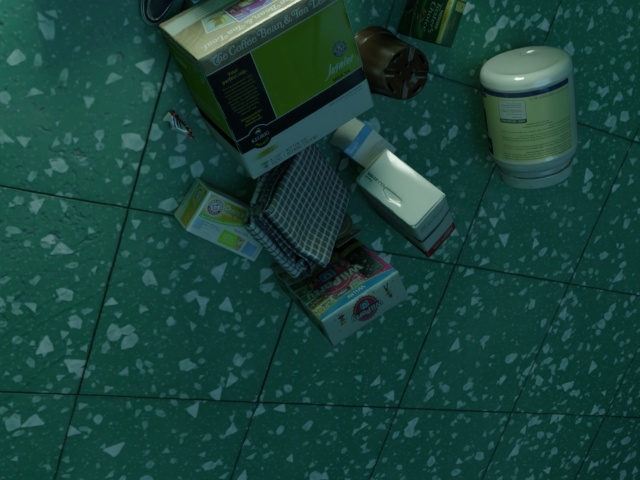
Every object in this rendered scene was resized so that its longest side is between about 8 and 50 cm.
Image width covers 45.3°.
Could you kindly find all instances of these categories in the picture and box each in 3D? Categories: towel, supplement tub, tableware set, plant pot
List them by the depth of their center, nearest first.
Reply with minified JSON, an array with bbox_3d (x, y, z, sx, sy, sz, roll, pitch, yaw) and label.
[{"bbox_3d":[-0.048,-0.087,1.818,0.235,0.121,0.283,50,46,-37],"label":"towel"},{"bbox_3d":[0.163,-0.413,1.827,0.167,0.165,0.166,-12,118,-23],"label":"plant pot"},{"bbox_3d":[0.000,0.000,1.965,0.194,0.128,0.039,-34,142,-7],"label":"tableware set"},{"bbox_3d":[0.558,-0.325,2.034,0.236,0.235,0.324,-25,122,-16],"label":"supplement tub"}]

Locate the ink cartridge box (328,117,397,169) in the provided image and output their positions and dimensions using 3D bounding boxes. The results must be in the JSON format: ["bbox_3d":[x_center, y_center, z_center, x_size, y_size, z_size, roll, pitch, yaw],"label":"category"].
[{"bbox_3d":[0.112,-0.234,1.927,0.143,0.092,0.090,34,95,-35],"label":"ink cartridge box"}]

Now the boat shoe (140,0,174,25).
[{"bbox_3d":[-0.312,-0.525,1.570,0.065,0.083,0.183,19,103,-33],"label":"boat shoe"}]

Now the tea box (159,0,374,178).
[{"bbox_3d":[-0.107,-0.372,1.640,0.329,0.220,0.323,-33,135,-12],"label":"tea box"}]

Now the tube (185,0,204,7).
[{"bbox_3d":[-0.197,-0.563,1.640,0.207,0.052,0.080,-39,122,-12],"label":"tube"}]

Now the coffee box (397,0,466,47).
[{"bbox_3d":[0.261,-0.527,1.813,0.040,0.184,0.113,10,108,-32],"label":"coffee box"}]

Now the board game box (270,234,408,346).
[{"bbox_3d":[0.042,0.103,1.918,0.224,0.303,0.097,-32,125,-12],"label":"board game box"}]

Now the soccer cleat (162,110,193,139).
[{"bbox_3d":[-0.320,-0.255,1.728,0.036,0.029,0.083,-39,122,4],"label":"soccer cleat"}]

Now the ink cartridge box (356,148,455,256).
[{"bbox_3d":[0.219,-0.089,1.920,0.114,0.197,0.273,-48,158,-1],"label":"ink cartridge box"}]

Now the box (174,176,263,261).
[{"bbox_3d":[-0.226,-0.051,1.825,0.203,0.103,0.114,26,99,-34],"label":"box"}]
